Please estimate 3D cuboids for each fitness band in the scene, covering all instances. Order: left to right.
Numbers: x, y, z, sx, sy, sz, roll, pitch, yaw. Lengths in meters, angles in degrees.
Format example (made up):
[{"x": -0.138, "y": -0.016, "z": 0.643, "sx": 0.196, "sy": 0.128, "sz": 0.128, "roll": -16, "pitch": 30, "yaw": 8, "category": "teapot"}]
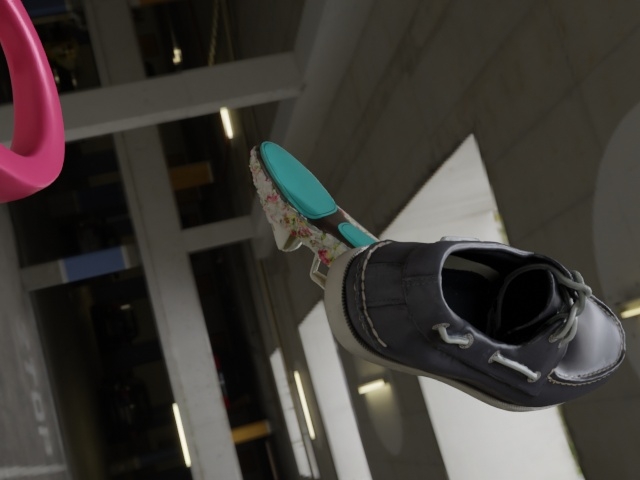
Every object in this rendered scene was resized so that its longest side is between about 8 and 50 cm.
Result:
[{"x": -0.269, "y": -0.141, "z": 0.559, "sx": 0.291, "sy": 0.054, "sz": 0.209, "roll": 56, "pitch": 18, "yaw": -70, "category": "fitness band"}]

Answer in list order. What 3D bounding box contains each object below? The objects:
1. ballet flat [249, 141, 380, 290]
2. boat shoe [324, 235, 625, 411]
[{"x": 0.000, "y": 0.000, "z": 0.830, "sx": 0.241, "sy": 0.091, "sz": 0.077, "roll": 44, "pitch": -64, "yaw": 16, "category": "ballet flat"}, {"x": 0.099, "y": 0.041, "z": 0.392, "sx": 0.065, "sy": 0.206, "sz": 0.075, "roll": -19, "pitch": -117, "yaw": 48, "category": "boat shoe"}]
